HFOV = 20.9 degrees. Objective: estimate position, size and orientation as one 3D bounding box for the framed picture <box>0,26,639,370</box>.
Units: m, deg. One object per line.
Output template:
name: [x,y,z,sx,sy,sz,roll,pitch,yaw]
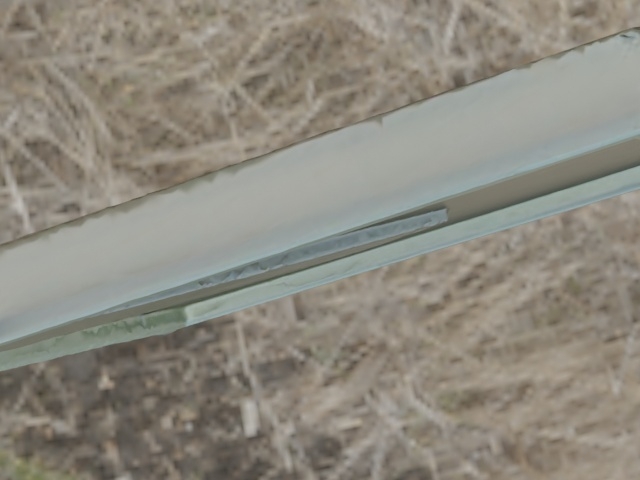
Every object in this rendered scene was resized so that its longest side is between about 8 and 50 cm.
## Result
framed picture: [0.000,0.000,0.474,0.232,0.024,0.315,-18,178,16]
